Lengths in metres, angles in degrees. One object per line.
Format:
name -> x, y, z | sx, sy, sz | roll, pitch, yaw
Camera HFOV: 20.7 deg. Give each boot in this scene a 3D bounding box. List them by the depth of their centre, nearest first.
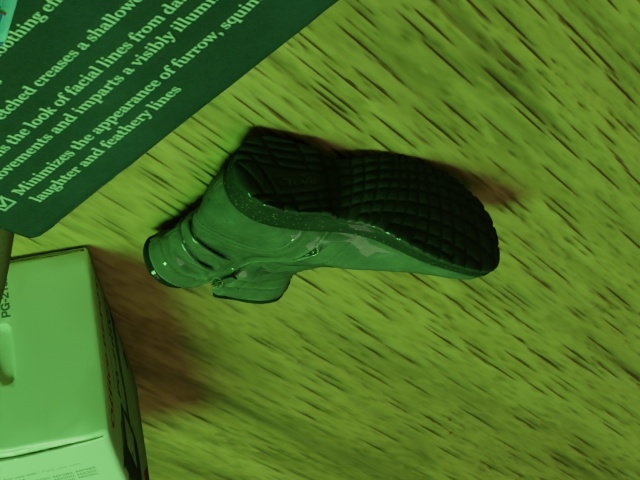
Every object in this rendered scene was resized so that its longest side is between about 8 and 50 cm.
boot -> 0.000, 0.000, 1.351 | 0.246, 0.083, 0.161 | 14, 146, -26

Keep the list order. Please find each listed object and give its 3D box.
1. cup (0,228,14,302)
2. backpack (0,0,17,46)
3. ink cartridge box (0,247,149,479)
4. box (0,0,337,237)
cup -> -0.312, -0.003, 1.032 | 0.331, 0.331, 0.237 | 23, 123, -42
backpack -> -0.166, -0.105, 0.640 | 0.116, 0.173, 0.158 | 2, 144, -21
ink cartridge box -> -0.202, 0.143, 1.399 | 0.100, 0.172, 0.237 | -11, 147, -1
box -> -0.209, -0.206, 0.827 | 0.293, 0.212, 0.395 | -34, 142, 31
